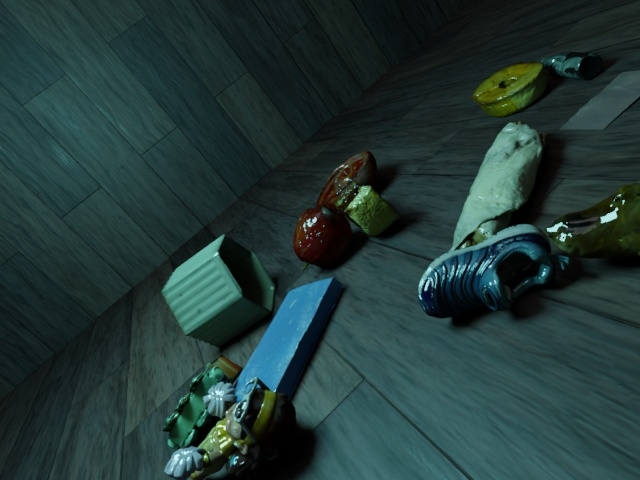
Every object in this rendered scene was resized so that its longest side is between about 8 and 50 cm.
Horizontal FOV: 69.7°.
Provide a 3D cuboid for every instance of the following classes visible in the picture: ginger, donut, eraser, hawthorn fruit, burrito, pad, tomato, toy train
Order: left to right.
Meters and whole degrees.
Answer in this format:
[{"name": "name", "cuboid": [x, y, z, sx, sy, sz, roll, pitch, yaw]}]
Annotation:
[{"name": "toy train", "cuboid": [-0.229, 0.316, 0.893, 0.175, 0.074, 0.118, -59, -7, 5]}, {"name": "eraser", "cuboid": [-0.065, 0.202, 0.933, 0.144, 0.042, 0.311, -21, 27, 39]}, {"name": "hawthorn fruit", "cuboid": [0.000, 0.000, 1.126, 0.148, 0.148, 0.171, 8, 74, 63]}, {"name": "tomato", "cuboid": [0.089, -0.158, 1.368, 0.228, 0.101, 0.228, -41, 17, 16]}, {"name": "donut", "cuboid": [0.109, -0.072, 1.094, 0.085, 0.141, 0.217, -48, 9, 2]}, {"name": "burrito", "cuboid": [0.344, -0.107, 0.861, 0.117, 0.076, 0.392, -5, 40, 46]}, {"name": "donut", "cuboid": [0.500, -0.390, 1.201, 0.174, 0.074, 0.190, -43, 25, -14]}, {"name": "pad", "cuboid": [0.584, -0.280, 0.918, 0.188, 0.006, 0.113, -41, 21, -3]}, {"name": "ginger", "cuboid": [0.408, -0.007, 0.489, 0.132, 0.107, 0.309, -67, 21, 6]}]

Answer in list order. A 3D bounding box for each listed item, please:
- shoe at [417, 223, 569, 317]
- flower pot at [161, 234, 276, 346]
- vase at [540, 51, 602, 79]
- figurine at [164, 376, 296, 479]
[{"name": "shoe", "cuboid": [0.239, 0.055, 0.660, 0.207, 0.091, 0.106, -29, 17, 16]}, {"name": "flower pot", "cuboid": [-0.251, 0.127, 1.167, 0.190, 0.239, 0.209, -36, 52, 13]}, {"name": "vase", "cuboid": [0.604, -0.434, 1.131, 0.060, 0.060, 0.211, -34, 22, 12]}, {"name": "figurine", "cuboid": [-0.138, 0.310, 0.726, 0.240, 0.115, 0.174, -34, 18, 29]}]
